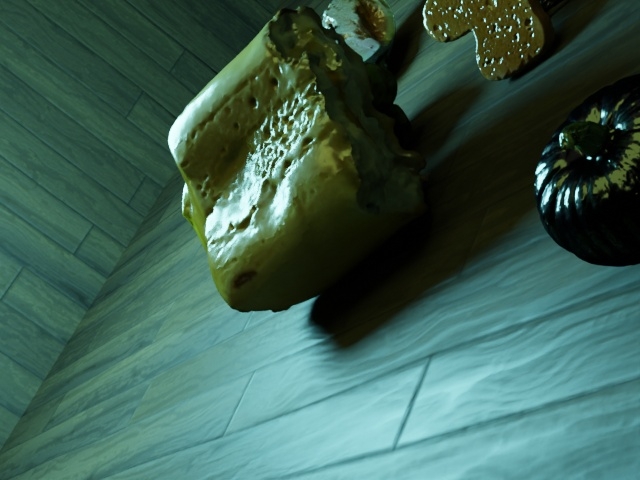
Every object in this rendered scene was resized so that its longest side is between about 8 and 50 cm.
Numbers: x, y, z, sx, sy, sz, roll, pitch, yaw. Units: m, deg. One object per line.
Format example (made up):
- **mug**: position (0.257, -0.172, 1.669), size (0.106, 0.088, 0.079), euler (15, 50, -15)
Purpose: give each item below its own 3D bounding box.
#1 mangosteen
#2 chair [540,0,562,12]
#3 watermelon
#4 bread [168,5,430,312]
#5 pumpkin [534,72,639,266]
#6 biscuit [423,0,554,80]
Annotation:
- **mangosteen**: position (0.032, -0.193, 1.880), size (0.243, 0.243, 0.243), euler (-46, 18, 19)
- **chair**: position (0.307, -0.388, 1.735), size (0.229, 0.113, 0.106), euler (-41, 21, 42)
- **watermelon**: position (0.063, -0.345, 2.276), size (0.322, 0.175, 0.188), euler (-55, -29, -31)
- **bread**: position (-0.041, -0.091, 1.698), size (0.394, 0.250, 0.361), euler (-42, 61, 34)
- **pumpkin**: position (0.289, -0.066, 1.066), size (0.194, 0.150, 0.194), euler (-28, 14, 8)
- **biscuit**: position (0.243, -0.319, 1.681), size (0.036, 0.192, 0.186), euler (-12, -20, -44)
